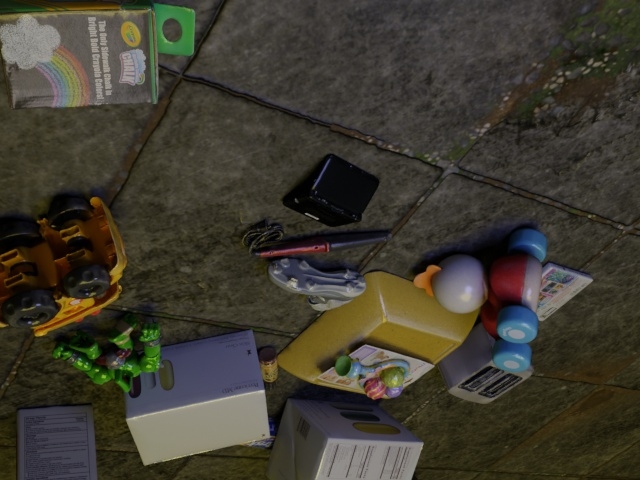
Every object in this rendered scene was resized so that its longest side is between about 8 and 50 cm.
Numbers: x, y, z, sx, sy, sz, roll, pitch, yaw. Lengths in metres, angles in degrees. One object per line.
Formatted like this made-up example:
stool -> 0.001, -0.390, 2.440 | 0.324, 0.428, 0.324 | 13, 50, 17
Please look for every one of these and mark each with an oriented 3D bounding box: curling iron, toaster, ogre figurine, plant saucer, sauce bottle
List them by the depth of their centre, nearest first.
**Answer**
curling iron -> 0.000, 0.000, 1.355 | 0.273, 0.035, 0.068 | 0, 138, -21
ogre figurine -> -0.371, 0.208, 1.419 | 0.197, 0.097, 0.118 | -26, 130, -8
sauce bottle -> -0.107, 0.271, 1.634 | 0.042, 0.042, 0.128 | -11, 142, -8
plant saucer -> 0.130, 0.224, 1.637 | 0.332, 0.081, 0.333 | 20, 128, -36
toaster -> 0.359, 0.274, 1.759 | 0.168, 0.110, 0.185 | 25, 125, -39

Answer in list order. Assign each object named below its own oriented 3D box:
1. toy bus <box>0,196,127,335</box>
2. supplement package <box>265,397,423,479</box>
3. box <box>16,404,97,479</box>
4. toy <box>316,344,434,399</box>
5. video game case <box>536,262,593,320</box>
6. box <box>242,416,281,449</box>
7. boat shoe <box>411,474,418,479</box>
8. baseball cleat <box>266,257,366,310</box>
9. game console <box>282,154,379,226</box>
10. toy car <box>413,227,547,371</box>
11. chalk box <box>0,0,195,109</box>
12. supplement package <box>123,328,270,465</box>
toy bus -> -0.382, 0.057, 1.209 | 0.220, 0.150, 0.211 | -24, 154, 4
supplement package -> 0.051, 0.495, 1.783 | 0.262, 0.199, 0.198 | 12, 100, -31
box -> -0.524, 0.460, 1.549 | 0.148, 0.232, 0.127 | 1, 138, -21
toy -> 0.122, 0.286, 1.599 | 0.137, 0.056, 0.237 | -39, 137, 26
video game case -> 0.485, 0.113, 1.687 | 0.143, 0.019, 0.157 | 15, 132, -34
box -> -0.155, 0.438, 1.806 | 0.168, 0.054, 0.059 | 21, 128, -39
boat shoe -> 0.208, 0.690, 2.229 | 0.073, 0.080, 0.223 | -31, 134, 25
baseball cleat -> -0.017, 0.090, 1.429 | 0.205, 0.072, 0.109 | 12, 139, -27
game console -> 0.017, -0.078, 1.288 | 0.122, 0.071, 0.107 | 24, 156, -39
toy car -> 0.298, 0.101, 1.504 | 0.237, 0.219, 0.210 | 9, 144, 14
chalk box -> -0.253, -0.243, 0.896 | 0.212, 0.132, 0.132 | -6, 139, -16
supplement package -> -0.243, 0.312, 1.549 | 0.261, 0.145, 0.204 | -11, 141, -9
